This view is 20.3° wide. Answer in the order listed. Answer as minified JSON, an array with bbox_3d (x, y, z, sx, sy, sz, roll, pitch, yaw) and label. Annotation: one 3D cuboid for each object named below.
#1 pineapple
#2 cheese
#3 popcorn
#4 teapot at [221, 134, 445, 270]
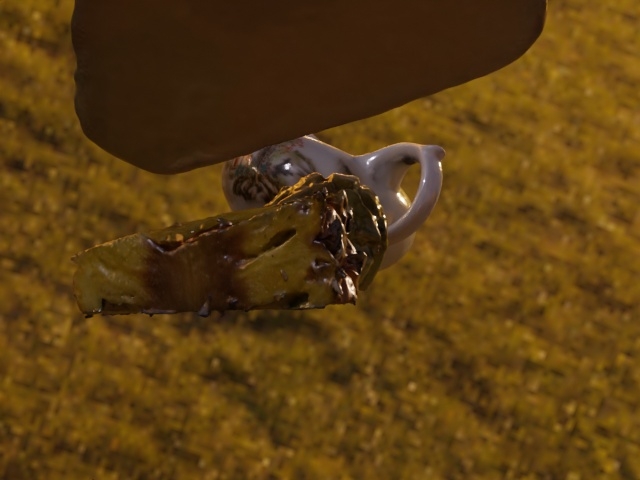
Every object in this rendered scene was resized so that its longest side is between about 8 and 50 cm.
[{"bbox_3d":[-0.047,0.011,1.221,0.233,0.080,0.135,-5,-2,36],"label":"pineapple"},{"bbox_3d":[-0.006,-0.202,1.322,0.384,0.384,0.104,16,44,-10],"label":"cheese"},{"bbox_3d":[0.000,0.000,1.540,0.116,0.106,0.121,12,52,4],"label":"popcorn"},{"bbox_3d":[0.010,-0.047,1.778,0.204,0.139,0.298,33,-9,-41],"label":"teapot"}]
